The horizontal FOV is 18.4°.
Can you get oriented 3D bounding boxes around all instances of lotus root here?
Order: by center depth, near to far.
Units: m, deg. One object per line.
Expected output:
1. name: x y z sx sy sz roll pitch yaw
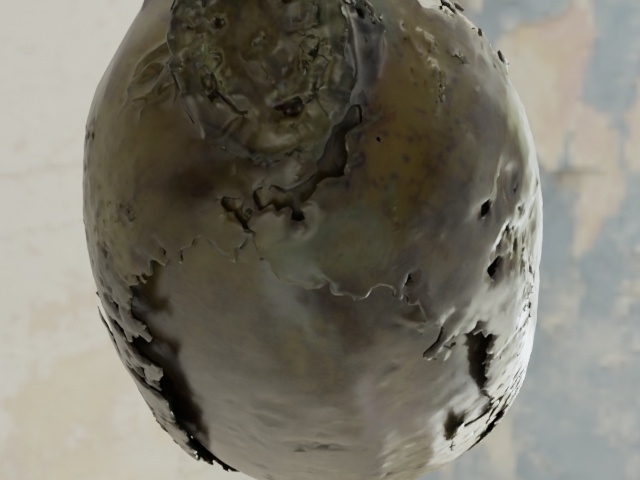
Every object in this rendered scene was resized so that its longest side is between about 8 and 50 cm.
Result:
1. lotus root: 0.000 0.000 0.871 0.397 0.196 0.179 75 -167 -64
